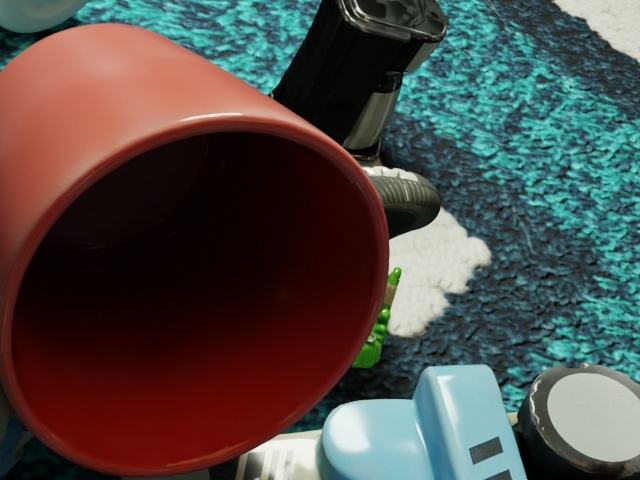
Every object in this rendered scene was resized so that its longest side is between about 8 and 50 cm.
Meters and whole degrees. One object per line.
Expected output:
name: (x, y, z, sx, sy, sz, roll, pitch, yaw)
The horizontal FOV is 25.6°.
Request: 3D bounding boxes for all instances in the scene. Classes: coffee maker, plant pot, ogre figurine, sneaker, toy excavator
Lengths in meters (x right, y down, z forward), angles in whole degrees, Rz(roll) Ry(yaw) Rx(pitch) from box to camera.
coffee maker: (0.019, -0.175, 1.409, 0.171, 0.178, 0.120, -11, 55, -36)
plant pot: (-0.124, -0.015, 0.979, 0.275, 0.275, 0.243, -1, 31, -29)
ogre figurine: (0.003, 0.057, 1.235, 0.118, 0.097, 0.197, 17, 35, 1)
sneaker: (0.000, 0.000, 1.168, 0.234, 0.078, 0.106, -5, 48, -20)
toy excavator: (0.016, 0.196, 1.048, 0.445, 0.222, 0.433, 0, 49, -16)

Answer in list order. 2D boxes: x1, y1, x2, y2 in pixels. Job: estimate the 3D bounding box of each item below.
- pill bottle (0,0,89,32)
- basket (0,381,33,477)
pill bottle: (-0.337, -0.340, 1.402, 0.146, 0.146, 0.264, -26, 65, -42)
basket: (-0.354, 0.073, 0.950, 0.289, 0.201, 0.254, 5, 47, -37)
